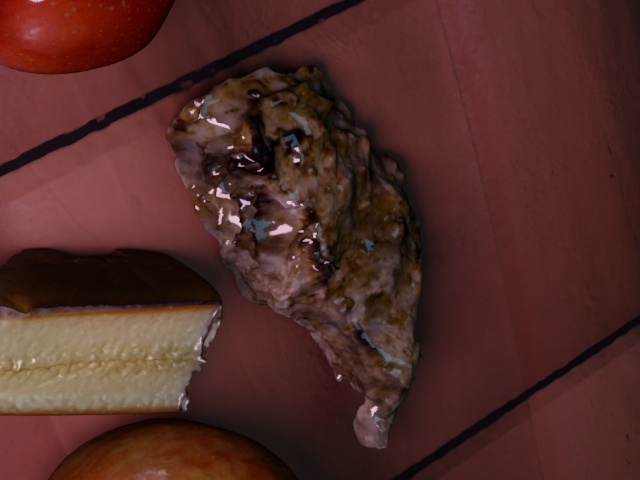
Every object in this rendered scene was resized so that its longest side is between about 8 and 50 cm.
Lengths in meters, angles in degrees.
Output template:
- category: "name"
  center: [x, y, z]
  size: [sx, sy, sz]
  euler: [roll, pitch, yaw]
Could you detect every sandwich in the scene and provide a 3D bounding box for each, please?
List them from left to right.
- category: "sandwich"
  center: [-0.215, 0.077, 1.171]
  size: [0.235, 0.128, 0.122]
  euler: [3, 105, -34]

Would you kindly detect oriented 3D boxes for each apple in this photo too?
- category: "apple"
  center: [-0.191, -0.212, 1.070]
  size: [0.168, 0.181, 0.181]
  euler: [10, 98, -37]
- category: "apple"
  center: [-0.112, 0.300, 1.219]
  size: [0.250, 0.277, 0.309]
  euler: [-43, 140, -36]

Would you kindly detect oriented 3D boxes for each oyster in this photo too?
- category: "oyster"
  center: [0.023, -0.006, 1.323]
  size: [0.204, 0.111, 0.396]
  euler: [-42, 119, -21]
